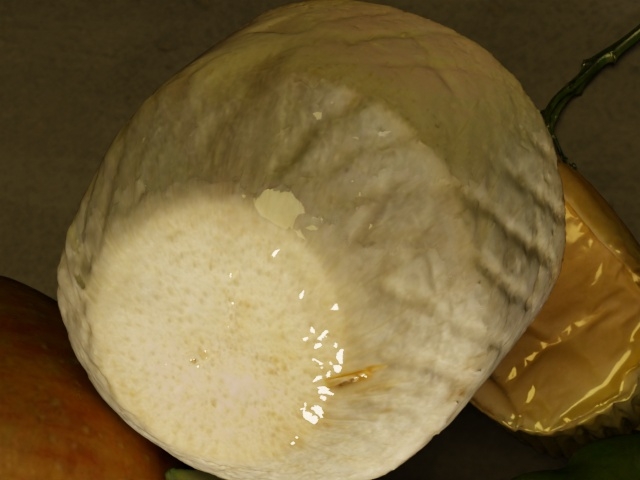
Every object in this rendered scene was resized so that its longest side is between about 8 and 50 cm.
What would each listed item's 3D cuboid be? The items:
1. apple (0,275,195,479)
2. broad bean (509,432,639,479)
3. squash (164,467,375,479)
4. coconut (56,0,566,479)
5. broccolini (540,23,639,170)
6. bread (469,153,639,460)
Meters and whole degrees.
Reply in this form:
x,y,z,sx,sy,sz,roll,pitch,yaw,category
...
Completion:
x,y,z,sx,sy,sz,roll,pitch,yaw,category
-0.270,0.208,0.837,0.400,0.333,0.400,-20,43,20,apple
0.231,0.163,0.838,0.318,0.056,0.098,0,31,-23,broad bean
0.074,0.192,0.801,0.203,0.289,0.111,-40,32,8,squash
0.000,0.000,0.804,0.328,0.329,0.329,-5,67,11,coconut
0.218,-0.128,1.048,0.052,0.054,0.194,25,73,40,broccolini
0.156,0.042,0.940,0.179,0.133,0.250,-42,60,-2,bread
